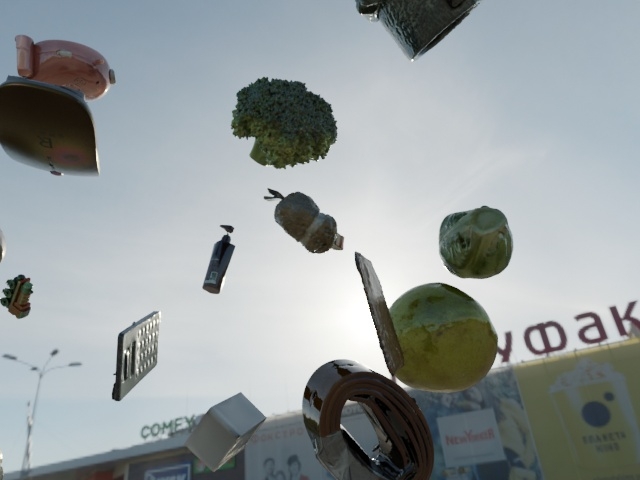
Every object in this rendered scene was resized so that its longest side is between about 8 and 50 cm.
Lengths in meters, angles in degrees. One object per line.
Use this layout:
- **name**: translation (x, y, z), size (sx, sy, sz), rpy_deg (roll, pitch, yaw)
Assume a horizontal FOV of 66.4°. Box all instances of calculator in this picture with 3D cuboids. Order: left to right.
- **calculator**: translation (-0.447, 0.273, 1.200), size (0.021, 0.161, 0.261), rpy_deg (5, 5, -1)

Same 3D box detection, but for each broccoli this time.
- **broccoli**: translation (-0.103, -0.317, 1.345), size (0.260, 0.288, 0.235), rpy_deg (-52, -1, 7)

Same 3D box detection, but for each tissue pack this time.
- **tissue pack**: translation (-0.313, 0.641, 1.655), size (0.159, 0.136, 0.246), rpy_deg (-54, -15, 5)

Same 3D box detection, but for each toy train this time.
- **toy train**: translation (-0.712, 0.130, 1.156), size (0.103, 0.064, 0.044), rpy_deg (-59, -9, 20)
- **toy train**: translation (0.000, 0.000, 1.996), size (0.176, 0.074, 0.118), rpy_deg (-3, -22, 30)

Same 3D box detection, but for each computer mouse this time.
- **computer mouse**: translation (-0.483, -0.180, 0.882), size (0.158, 0.071, 0.310), rpy_deg (10, -20, -20)

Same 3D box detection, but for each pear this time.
- **pear**: translation (0.307, 0.266, 1.336), size (0.304, 0.304, 0.304), rpy_deg (-4, -29, -2)

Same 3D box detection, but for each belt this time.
- **belt**: translation (0.079, 0.324, 0.824), size (0.184, 0.261, 0.105), rpy_deg (-36, 16, -21)

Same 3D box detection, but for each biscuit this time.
- **biscuit**: translation (0.119, 0.141, 0.962), size (0.013, 0.232, 0.237), rpy_deg (-19, -12, 11)

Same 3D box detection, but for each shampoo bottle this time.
- **shampoo bottle**: translation (-0.325, 0.056, 1.586), size (0.068, 0.236, 0.067), rpy_deg (21, -31, -15)

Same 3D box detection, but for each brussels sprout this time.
- **brussels sprout**: translation (0.468, 0.004, 1.469), size (0.210, 0.219, 0.271), rpy_deg (-1, -26, 2)

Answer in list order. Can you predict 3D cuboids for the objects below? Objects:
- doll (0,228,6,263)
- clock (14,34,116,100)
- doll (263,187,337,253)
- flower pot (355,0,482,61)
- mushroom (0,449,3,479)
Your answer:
- **doll**: translation (-0.796, -0.016, 1.025), size (0.287, 0.151, 0.151), rpy_deg (23, -22, 20)
- **clock**: translation (-0.715, -0.465, 1.398), size (0.241, 0.142, 0.227), rpy_deg (-4, -7, -22)
- **doll**: translation (-0.049, -0.060, 1.189), size (0.105, 0.221, 0.115), rpy_deg (-49, -14, 29)
- **flower pot**: translation (0.229, -0.637, 1.245), size (0.299, 0.299, 0.283), rpy_deg (-34, -84, 41)
- **mushroom**: translation (-0.868, 0.584, 1.217), size (0.166, 0.166, 0.127), rpy_deg (-15, -38, 18)
